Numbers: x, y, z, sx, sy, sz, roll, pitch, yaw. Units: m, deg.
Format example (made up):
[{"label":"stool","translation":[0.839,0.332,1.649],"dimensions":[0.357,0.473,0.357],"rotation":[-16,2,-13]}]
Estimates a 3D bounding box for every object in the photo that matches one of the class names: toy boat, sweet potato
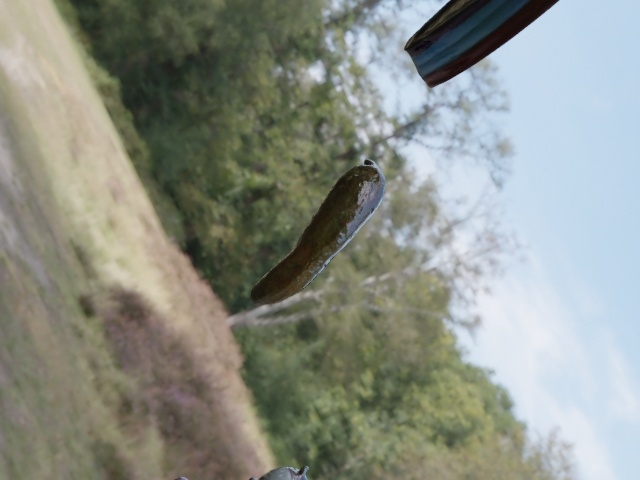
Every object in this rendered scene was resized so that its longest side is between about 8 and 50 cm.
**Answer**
[{"label":"toy boat","translation":[0.259,-0.334,1.520],"dimensions":[0.079,0.392,0.136],"rotation":[34,42,-25]},{"label":"sweet potato","translation":[0.000,0.000,1.641],"dimensions":[0.075,0.273,0.075],"rotation":[39,7,-6]}]

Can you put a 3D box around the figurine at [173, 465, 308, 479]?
[{"label":"figurine","translation":[-0.081,0.362,1.381],"dimensions":[0.260,0.205,0.103],"rotation":[28,24,-28]}]
